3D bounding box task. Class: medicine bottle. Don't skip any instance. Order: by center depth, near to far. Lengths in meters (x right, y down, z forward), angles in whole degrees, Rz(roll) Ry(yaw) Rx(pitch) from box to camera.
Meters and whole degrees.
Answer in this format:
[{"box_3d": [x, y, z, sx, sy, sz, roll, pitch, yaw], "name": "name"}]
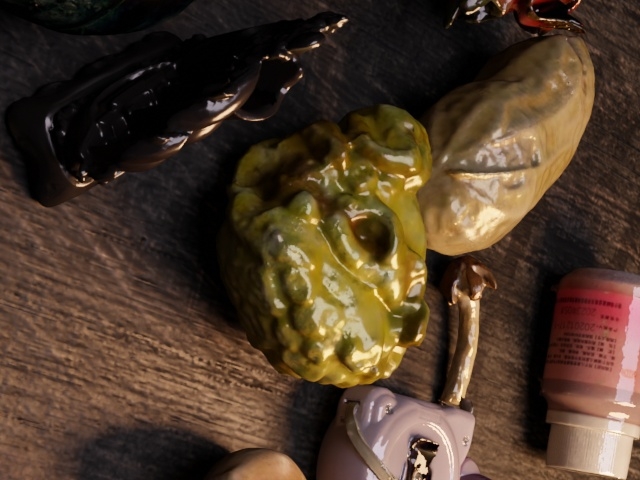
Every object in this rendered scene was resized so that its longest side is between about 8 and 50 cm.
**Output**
[{"box_3d": [0.345, 0.164, 1.994, 0.147, 0.147, 0.247, 18, 79, -46], "name": "medicine bottle"}]

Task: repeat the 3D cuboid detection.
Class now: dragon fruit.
[{"box_3d": [0.224, -0.330, 1.807, 0.274, 0.193, 0.192, -47, 124, -5], "name": "dragon fruit"}]

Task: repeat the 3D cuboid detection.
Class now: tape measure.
[{"box_3d": [0.086, 0.250, 1.747, 0.196, 0.105, 0.178, 12, 84, -48], "name": "tape measure"}]

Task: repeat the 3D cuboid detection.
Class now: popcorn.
[{"box_3d": [0.000, 0.000, 1.596, 0.225, 0.173, 0.286, 7, 86, -40], "name": "popcorn"}]

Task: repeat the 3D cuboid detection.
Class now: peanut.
[{"box_3d": [0.193, -0.108, 1.812, 0.340, 0.158, 0.174, -40, 121, -45], "name": "peanut"}]

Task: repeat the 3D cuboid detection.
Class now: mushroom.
[{"box_3d": [0.162, 0.110, 1.857, 0.060, 0.061, 0.187, 4, 94, -19], "name": "mushroom"}]

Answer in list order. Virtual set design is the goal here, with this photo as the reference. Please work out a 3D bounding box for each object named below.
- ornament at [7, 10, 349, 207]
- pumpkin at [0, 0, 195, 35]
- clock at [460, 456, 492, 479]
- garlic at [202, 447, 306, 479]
[{"box_3d": [-0.109, -0.123, 1.409, 0.251, 0.260, 0.106, -36, 112, -38], "name": "ornament"}, {"box_3d": [-0.188, -0.315, 1.328, 0.315, 0.238, 0.315, 2, 87, -51], "name": "pumpkin"}, {"box_3d": [0.195, 0.328, 1.907, 0.152, 0.050, 0.110, 44, 61, -39], "name": "clock"}, {"box_3d": [-0.081, 0.303, 1.574, 0.217, 0.110, 0.228, -60, 144, -42], "name": "garlic"}]
